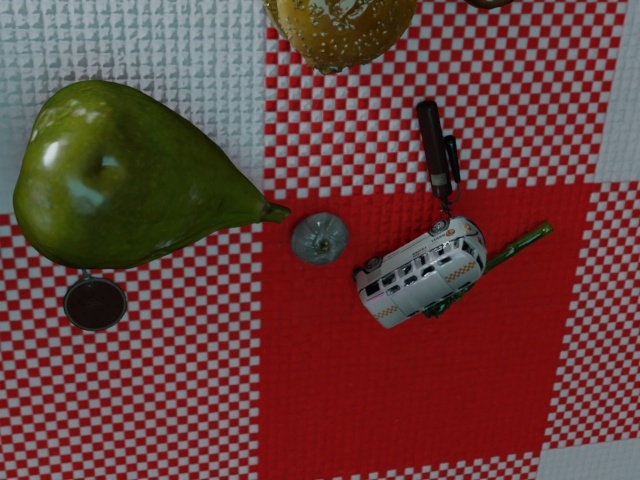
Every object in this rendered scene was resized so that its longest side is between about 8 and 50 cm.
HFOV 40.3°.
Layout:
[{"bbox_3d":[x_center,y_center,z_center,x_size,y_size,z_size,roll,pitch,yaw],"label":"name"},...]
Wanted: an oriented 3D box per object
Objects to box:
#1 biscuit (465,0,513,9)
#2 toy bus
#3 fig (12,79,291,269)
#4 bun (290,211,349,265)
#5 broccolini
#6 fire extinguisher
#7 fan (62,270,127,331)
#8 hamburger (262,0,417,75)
[{"bbox_3d":[0.265,-0.423,1.074,0.154,0.045,0.299,34,102,-26],"label":"biscuit"},{"bbox_3d":[0.144,0.047,1.229,0.194,0.089,0.087,-30,120,18],"label":"toy bus"},{"bbox_3d":[-0.214,-0.044,1.030,0.233,0.233,0.314,-43,123,8],"label":"fig"},{"bbox_3d":[0.000,0.000,1.208,0.083,0.045,0.083,-4,112,-10],"label":"bun"},{"bbox_3d":[0.245,0.043,1.298,0.239,0.054,0.051,-30,105,-2],"label":"broccolini"},{"bbox_3d":[0.168,-0.113,1.210,0.049,0.035,0.173,-40,128,-39],"label":"fire extinguisher"},{"bbox_3d":[-0.311,0.067,1.178,0.085,0.005,0.133,-14,119,-8],"label":"fan"},{"bbox_3d":[0.022,-0.289,1.034,0.182,0.118,0.191,11,116,-16],"label":"hamburger"}]
